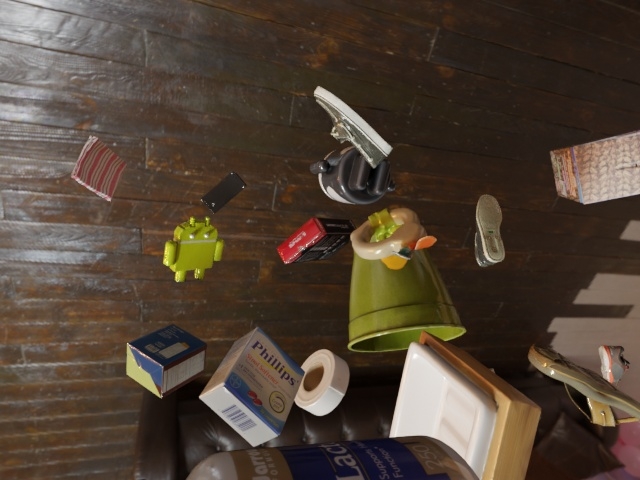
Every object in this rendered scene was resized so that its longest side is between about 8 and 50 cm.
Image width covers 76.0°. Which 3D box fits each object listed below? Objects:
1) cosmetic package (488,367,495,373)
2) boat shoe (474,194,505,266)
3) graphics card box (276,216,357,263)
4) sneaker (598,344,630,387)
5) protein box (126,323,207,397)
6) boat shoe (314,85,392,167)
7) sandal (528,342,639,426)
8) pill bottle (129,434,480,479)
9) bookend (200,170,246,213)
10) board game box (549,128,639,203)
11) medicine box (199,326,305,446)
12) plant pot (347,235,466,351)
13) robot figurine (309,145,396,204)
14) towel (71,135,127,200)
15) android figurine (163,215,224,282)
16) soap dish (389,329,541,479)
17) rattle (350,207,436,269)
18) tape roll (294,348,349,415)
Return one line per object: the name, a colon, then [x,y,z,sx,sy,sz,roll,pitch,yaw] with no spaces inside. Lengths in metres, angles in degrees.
cosmetic package: [0.573,0.583,1.573,0.160,0.113,0.309,-23,162,29]
boat shoe: [0.508,-0.033,1.262,0.084,0.233,0.079,8,157,-5]
graphics card box: [0.000,0.000,1.855,0.233,0.094,0.371,-40,161,26]
sneaker: [0.801,0.349,1.104,0.065,0.061,0.157,-14,114,21]
protein box: [-0.567,0.437,1.517,0.201,0.200,0.135,-18,123,-57]
boat shoe: [0.060,-0.253,0.920,0.219,0.078,0.070,42,102,-2]
sandal: [0.303,0.175,0.458,0.180,0.072,0.049,28,99,-8]
pill bottle: [-0.019,0.226,0.283,0.265,0.153,0.153,6,118,-21]
bookend: [-0.338,-0.188,1.491,0.157,0.156,0.072,-38,104,12]
board game box: [0.755,-0.198,1.051,0.232,0.291,0.141,-11,96,21]
medicine box: [-0.228,0.507,1.447,0.149,0.289,0.263,-37,103,31]
plant pot: [0.248,0.157,1.354,0.367,0.352,0.366,-6,156,-3]
robot figurine: [0.099,-0.190,1.212,0.174,0.278,0.209,-40,109,-10]
towel: [-0.683,-0.220,1.282,0.029,0.197,0.144,14,75,9]
android figurine: [-0.494,0.032,1.612,0.248,0.056,0.272,-1,113,-47]
soap dish: [0.211,0.322,0.646,0.118,0.229,0.290,6,98,-16]
rattle: [0.143,0.029,0.702,0.130,0.200,0.142,-22,112,-21]
tape roll: [0.002,0.659,1.912,0.100,0.286,0.286,39,103,-23]
